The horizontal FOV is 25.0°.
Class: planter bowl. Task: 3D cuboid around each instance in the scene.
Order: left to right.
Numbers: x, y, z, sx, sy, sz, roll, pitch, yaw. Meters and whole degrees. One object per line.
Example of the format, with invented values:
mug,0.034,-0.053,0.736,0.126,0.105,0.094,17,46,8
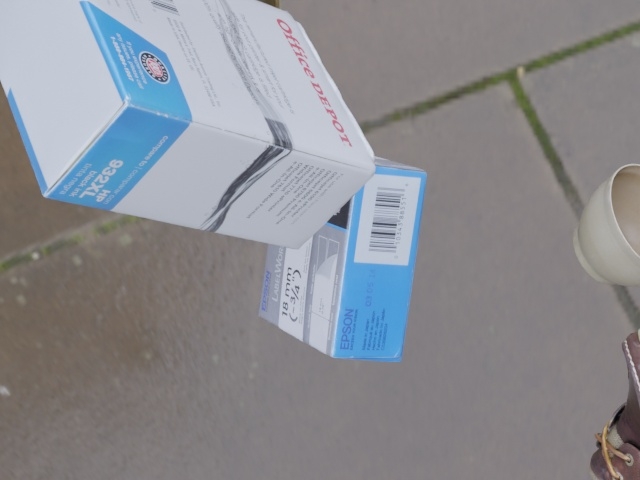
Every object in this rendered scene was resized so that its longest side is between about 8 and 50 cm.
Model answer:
planter bowl,0.404,-0.005,1.902,0.162,0.109,0.162,19,54,-29

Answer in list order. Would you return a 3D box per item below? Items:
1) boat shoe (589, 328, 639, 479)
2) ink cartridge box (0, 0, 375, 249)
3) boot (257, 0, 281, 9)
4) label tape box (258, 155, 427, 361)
boat shoe,0.363,0.252,1.621,0.123,0.342,0.123,-12,32,10
ink cartridge box,-0.126,-0.132,1.313,0.129,0.307,0.223,-45,54,27
boot,-0.068,-0.241,1.725,0.077,0.213,0.165,17,31,12
label tape box,0.000,0.000,1.863,0.106,0.333,0.241,4,99,-27
